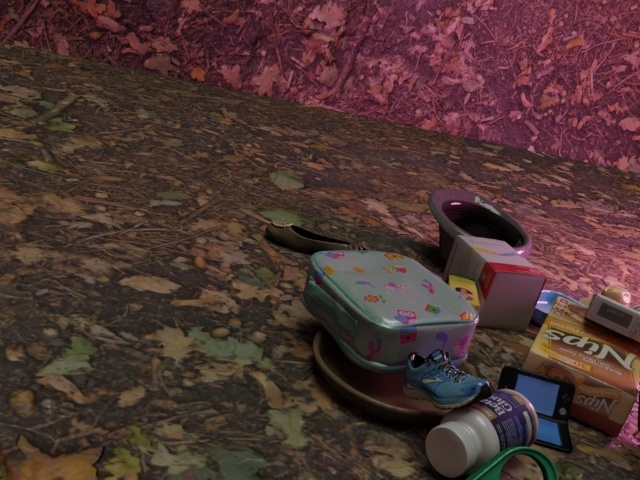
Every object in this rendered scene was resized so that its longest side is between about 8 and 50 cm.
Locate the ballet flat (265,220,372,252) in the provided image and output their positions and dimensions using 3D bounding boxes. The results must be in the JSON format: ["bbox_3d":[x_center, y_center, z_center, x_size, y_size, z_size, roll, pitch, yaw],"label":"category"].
[{"bbox_3d":[0.000,0.000,1.690,0.249,0.058,0.084,20,21,15],"label":"ballet flat"}]

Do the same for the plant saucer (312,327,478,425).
[{"bbox_3d":[0.118,0.210,1.257,0.277,0.041,0.278,13,21,-5],"label":"plant saucer"}]

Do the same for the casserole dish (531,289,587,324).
[{"bbox_3d":[0.489,0.145,1.668,0.188,0.037,0.114,2,24,-37],"label":"casserole dish"}]

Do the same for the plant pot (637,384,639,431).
[{"bbox_3d":[0.648,0.260,1.194,0.267,0.236,0.267,7,27,-16],"label":"plant pot"}]

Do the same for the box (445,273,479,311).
[{"bbox_3d":[0.253,0.127,1.445,0.058,0.087,0.232,14,11,6],"label":"box"}]

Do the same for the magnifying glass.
[{"bbox_3d":[0.201,0.319,0.997,0.231,0.092,0.026,-4,-10,-17],"label":"magnifying glass"}]

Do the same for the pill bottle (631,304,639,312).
[{"bbox_3d":[0.707,0.190,1.669,0.065,0.065,0.116,9,22,-14],"label":"pill bottle"}]

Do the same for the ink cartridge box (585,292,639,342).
[{"bbox_3d":[0.601,0.161,1.487,0.189,0.066,0.232,25,1,17],"label":"ink cartridge box"}]

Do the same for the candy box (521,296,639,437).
[{"bbox_3d":[0.478,0.216,1.416,0.183,0.088,0.316,24,21,19],"label":"candy box"}]

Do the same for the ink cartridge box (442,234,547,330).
[{"bbox_3d":[0.350,0.084,1.611,0.127,0.128,0.176,7,23,-21],"label":"ink cartridge box"}]

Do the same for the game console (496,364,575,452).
[{"bbox_3d":[0.341,0.263,1.234,0.122,0.107,0.071,16,-8,2],"label":"game console"}]

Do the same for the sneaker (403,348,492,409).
[{"bbox_3d":[0.171,0.193,1.106,0.063,0.073,0.162,-10,6,-35],"label":"sneaker"}]

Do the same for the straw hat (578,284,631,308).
[{"bbox_3d":[0.672,0.137,1.790,0.144,0.061,0.144,13,20,-5],"label":"straw hat"}]

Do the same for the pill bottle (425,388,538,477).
[{"bbox_3d":[0.224,0.271,1.093,0.169,0.094,0.094,-8,31,-46],"label":"pill bottle"}]

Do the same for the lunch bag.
[{"bbox_3d":[0.100,0.111,1.293,0.224,0.108,0.279,-3,24,-28],"label":"lunch bag"}]

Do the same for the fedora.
[{"bbox_3d":[0.358,0.001,1.834,0.243,0.124,0.275,-4,36,-36],"label":"fedora"}]
